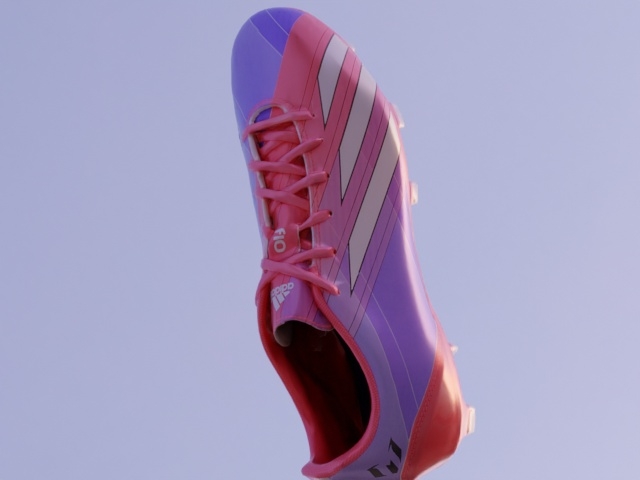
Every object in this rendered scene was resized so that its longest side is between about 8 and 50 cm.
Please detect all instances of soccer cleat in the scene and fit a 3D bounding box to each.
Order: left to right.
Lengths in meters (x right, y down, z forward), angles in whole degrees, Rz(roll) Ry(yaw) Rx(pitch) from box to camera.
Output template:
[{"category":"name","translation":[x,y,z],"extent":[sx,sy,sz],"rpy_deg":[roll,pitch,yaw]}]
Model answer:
[{"category":"soccer cleat","translation":[0.000,0.000,0.958],"extent":[0.083,0.248,0.095],"rpy_deg":[-26,-14,40]}]
